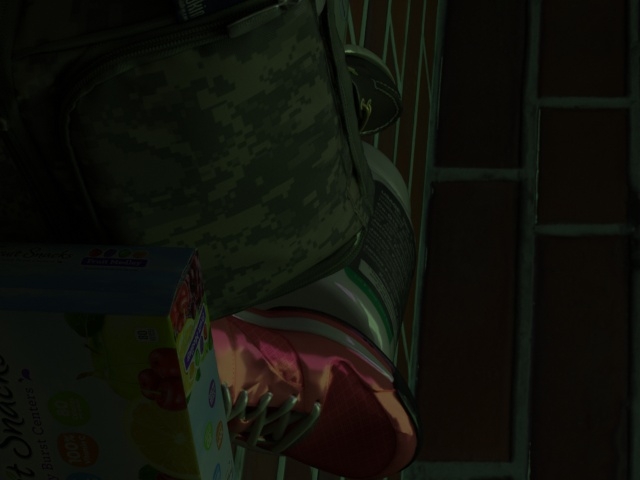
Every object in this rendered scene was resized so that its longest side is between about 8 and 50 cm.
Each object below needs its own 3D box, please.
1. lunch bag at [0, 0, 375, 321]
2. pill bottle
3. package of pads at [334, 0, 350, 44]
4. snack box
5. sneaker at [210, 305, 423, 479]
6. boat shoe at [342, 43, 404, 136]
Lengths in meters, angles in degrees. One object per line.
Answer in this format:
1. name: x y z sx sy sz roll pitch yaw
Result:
1. lunch bag: -0.105 -0.094 1.080 0.305 0.256 0.212 76 17 -55
2. pill bottle: -0.013 0.037 1.818 0.361 0.204 0.204 -69 157 -64
3. package of pads: -0.036 -0.254 2.011 0.229 0.101 0.296 73 20 -57
4. snack box: -0.147 0.100 1.074 0.070 0.175 0.207 -72 161 -52
5. sneaker: -0.075 0.099 1.278 0.116 0.314 0.136 -51 -166 35
6. boat shoe: -0.008 -0.136 1.828 0.305 0.109 0.091 7 38 -54
